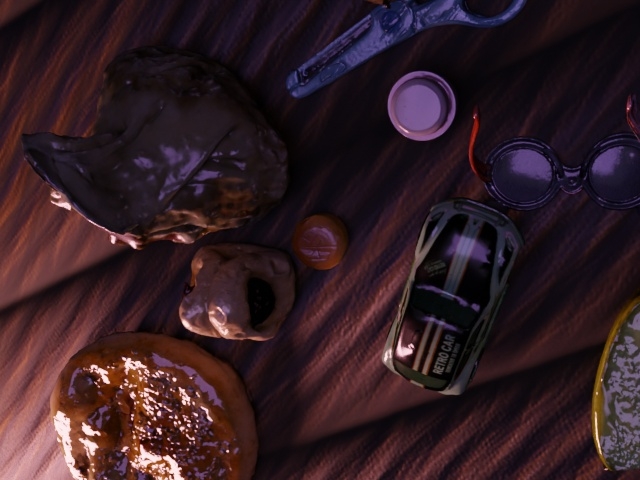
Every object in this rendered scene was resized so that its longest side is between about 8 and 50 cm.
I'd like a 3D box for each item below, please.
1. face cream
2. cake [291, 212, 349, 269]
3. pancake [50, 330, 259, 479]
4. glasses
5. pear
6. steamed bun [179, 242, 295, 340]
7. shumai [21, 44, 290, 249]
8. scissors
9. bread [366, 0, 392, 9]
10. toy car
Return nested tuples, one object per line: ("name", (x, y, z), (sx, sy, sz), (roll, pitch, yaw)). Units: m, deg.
("face cream", (0.139, -0.181, 1.273), (0.091, 0.095, 0.091), (5, 106, 18))
("cake", (0.000, 0.000, 1.405), (0.084, 0.044, 0.084), (6, 109, 18))
("pancake", (-0.279, 0.326, 1.579), (0.387, 0.082, 0.387), (6, 110, 16))
("glasses", (0.288, -0.091, 1.158), (0.234, 0.268, 0.118), (2, 87, 22))
("pear", (0.475, 0.132, 1.200), (0.286, 0.176, 0.282), (-8, 100, 18))
("steamed bun", (-0.136, 0.087, 1.419), (0.172, 0.155, 0.141), (6, 106, 18))
("shumai", (-0.231, -0.101, 1.326), (0.330, 0.288, 0.292), (20, 110, 16))
("scissors", (0.104, -0.306, 1.286), (0.393, 0.032, 0.180), (-30, 92, 25))
("bread", (-0.018, -0.457, 1.174), (0.279, 0.207, 0.279), (23, 104, 16))
("toy car", (0.170, 0.093, 1.306), (0.136, 0.125, 0.306), (22, 126, 12))
